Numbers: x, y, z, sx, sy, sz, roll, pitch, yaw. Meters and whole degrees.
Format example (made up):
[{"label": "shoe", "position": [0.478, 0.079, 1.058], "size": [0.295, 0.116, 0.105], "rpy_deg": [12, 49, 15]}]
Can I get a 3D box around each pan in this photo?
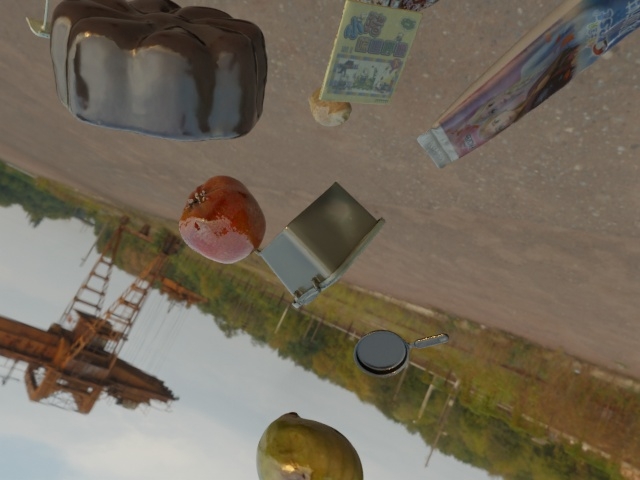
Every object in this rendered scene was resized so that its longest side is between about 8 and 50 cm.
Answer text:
[{"label": "pan", "position": [0.195, 0.259, 1.206], "size": [0.028, 0.235, 0.136], "rpy_deg": [-74, -37, -64]}]

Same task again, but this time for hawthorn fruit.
[{"label": "hawthorn fruit", "position": [-0.213, -0.031, 1.166], "size": [0.225, 0.196, 0.197], "rpy_deg": [46, 162, -30]}]

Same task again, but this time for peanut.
[{"label": "peanut", "position": [0.025, -0.350, 1.298], "size": [0.228, 0.104, 0.085], "rpy_deg": [-97, -7, -64]}]

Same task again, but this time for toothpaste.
[{"label": "toothpaste", "position": [0.192, -0.155, 0.396], "size": [0.061, 0.266, 0.096], "rpy_deg": [55, -165, 22]}]

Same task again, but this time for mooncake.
[{"label": "mooncake", "position": [-0.227, -0.261, 0.741], "size": [0.306, 0.154, 0.306], "rpy_deg": [8, -146, -6]}]

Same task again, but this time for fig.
[{"label": "fig", "position": [-0.016, 0.306, 0.668], "size": [0.153, 0.136, 0.121], "rpy_deg": [39, -146, 5]}]

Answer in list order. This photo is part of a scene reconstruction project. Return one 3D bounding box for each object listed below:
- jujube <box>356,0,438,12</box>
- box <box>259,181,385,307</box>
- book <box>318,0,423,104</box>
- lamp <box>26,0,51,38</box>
[{"label": "jujube", "position": [0.218, -0.727, 1.381], "size": [0.226, 0.317, 0.226], "rpy_deg": [-25, -90, -86]}, {"label": "box", "position": [0.000, 0.000, 0.986], "size": [0.135, 0.243, 0.163], "rpy_deg": [47, 137, -4]}, {"label": "book", "position": [0.095, -0.356, 0.966], "size": [0.168, 0.192, 0.013], "rpy_deg": [-4, -137, -27]}, {"label": "lamp", "position": [-0.449, -0.430, 0.822], "size": [0.050, 0.198, 0.056], "rpy_deg": [-4, -125, -40]}]
